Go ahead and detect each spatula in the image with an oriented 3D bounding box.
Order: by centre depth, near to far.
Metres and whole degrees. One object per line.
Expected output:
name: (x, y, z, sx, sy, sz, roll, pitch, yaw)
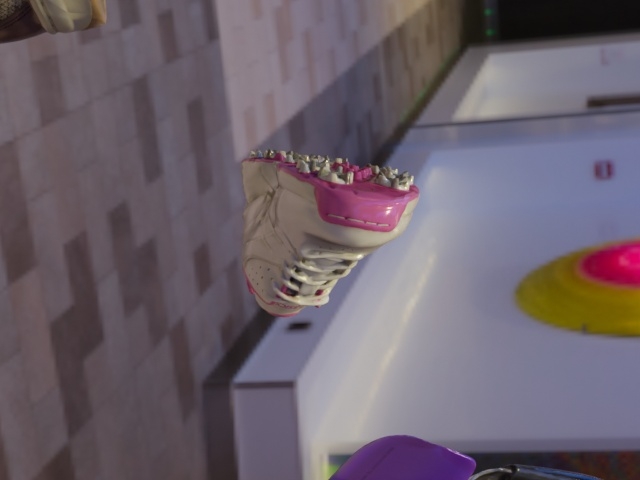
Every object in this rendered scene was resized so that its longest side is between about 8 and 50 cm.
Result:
spatula: (0.124, 0.178, 0.940, 0.296, 0.084, 0.030, 11, 37, -44)

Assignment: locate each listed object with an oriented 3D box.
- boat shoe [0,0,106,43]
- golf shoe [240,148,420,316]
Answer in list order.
boat shoe: (-0.164, -0.164, 0.461, 0.103, 0.092, 0.285, 63, -2, 31)
golf shoe: (0.000, 0.000, 1.029, 0.306, 0.115, 0.140, -159, -102, -78)
